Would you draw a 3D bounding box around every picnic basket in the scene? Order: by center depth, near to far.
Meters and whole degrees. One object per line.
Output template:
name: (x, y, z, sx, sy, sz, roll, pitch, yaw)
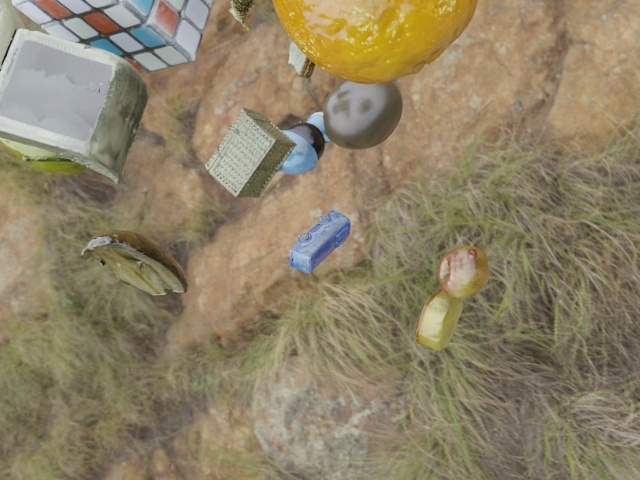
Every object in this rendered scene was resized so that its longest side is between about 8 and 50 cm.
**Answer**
picnic basket: (-0.195, -0.237, 1.721, 0.154, 0.134, 0.196, 43, 110, 16)

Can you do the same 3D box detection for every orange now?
orange: (0.093, -0.408, 1.009, 0.341, 0.293, 0.340, -27, 24, 13)

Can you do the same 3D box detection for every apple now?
apple: (0.334, 0.075, 1.491, 0.126, 0.102, 0.126, -171, 90, -75)

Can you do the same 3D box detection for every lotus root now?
lotus root: (-0.540, 0.047, 1.922, 0.210, 0.314, 0.142, -15, 51, 23)

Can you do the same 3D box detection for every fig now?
fig: (-0.857, -0.340, 2.018, 0.258, 0.327, 0.258, -173, 90, -82)

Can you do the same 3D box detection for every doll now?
doll: (-0.056, -0.305, 2.039, 0.177, 0.141, 0.314, 28, 50, 25)

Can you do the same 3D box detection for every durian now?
durian: (-0.218, -0.680, 1.749, 0.102, 0.208, 0.146, -10, 14, 4)

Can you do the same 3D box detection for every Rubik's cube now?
Rubik's cube: (-0.377, -0.496, 1.230, 0.256, 0.253, 0.258, 1, 69, 35)

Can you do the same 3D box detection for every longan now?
longan: (0.099, -0.317, 1.582, 0.212, 0.198, 0.198, -7, 65, 47)

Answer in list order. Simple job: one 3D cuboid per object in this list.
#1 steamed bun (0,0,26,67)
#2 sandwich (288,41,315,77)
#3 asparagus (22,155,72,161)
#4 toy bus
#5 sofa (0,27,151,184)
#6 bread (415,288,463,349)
steamed bun: (-0.798, -0.446, 1.458, 0.233, 0.333, 0.312, -23, 49, -22)
sandwich: (-0.037, -0.448, 1.503, 0.093, 0.036, 0.104, 58, 135, 37)
asparagus: (-0.614, -0.187, 1.464, 0.018, 0.127, 0.015, -15, 81, 57)
toy bus: (0.001, 0.003, 1.884, 0.094, 0.079, 0.236, 30, 47, 21)
sofa: (-0.444, -0.238, 1.131, 0.226, 0.176, 0.210, 14, 83, 1)
bread: (0.291, 0.191, 1.586, 0.086, 0.125, 0.156, 20, 75, 28)
